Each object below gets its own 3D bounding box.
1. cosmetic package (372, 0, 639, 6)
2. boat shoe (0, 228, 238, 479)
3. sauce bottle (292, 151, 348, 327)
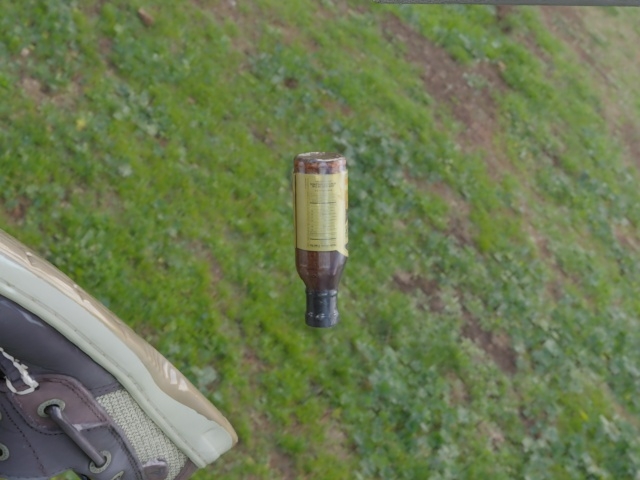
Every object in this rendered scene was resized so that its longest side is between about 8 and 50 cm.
[{"bbox_3d":[0.139,-0.206,0.576,0.238,0.107,0.127,18,50,42],"label":"cosmetic package"},{"bbox_3d":[-0.132,0.063,0.449,0.103,0.092,0.285,30,-14,32],"label":"boat shoe"},{"bbox_3d":[0.000,0.000,0.731,0.042,0.128,0.042,0,16,0],"label":"sauce bottle"}]
